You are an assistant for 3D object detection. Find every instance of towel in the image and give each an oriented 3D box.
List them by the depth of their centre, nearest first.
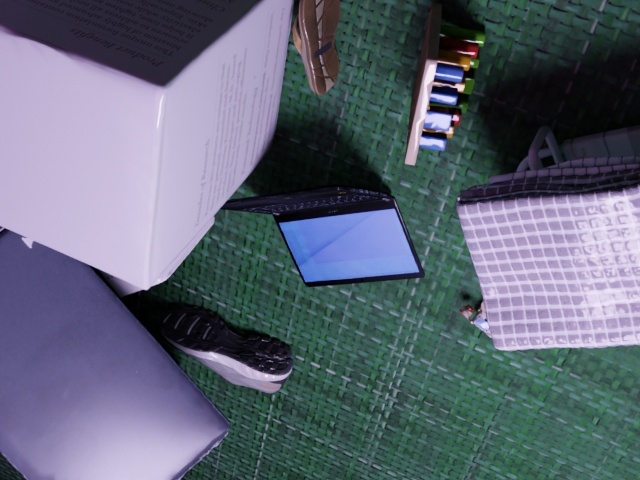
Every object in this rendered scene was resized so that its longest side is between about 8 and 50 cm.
[{"bbox_3d":[0.323,0.022,1.263,0.284,0.121,0.235,-8,117,33],"label":"towel"}]

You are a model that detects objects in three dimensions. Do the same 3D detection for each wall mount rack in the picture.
[{"bbox_3d":[0.431,-0.031,1.323,0.350,0.130,0.304,-11,119,34],"label":"wall mount rack"}]

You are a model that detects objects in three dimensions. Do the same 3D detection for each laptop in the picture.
[{"bbox_3d":[0.000,0.000,1.565,0.234,0.264,0.136,-7,84,31],"label":"laptop"}]

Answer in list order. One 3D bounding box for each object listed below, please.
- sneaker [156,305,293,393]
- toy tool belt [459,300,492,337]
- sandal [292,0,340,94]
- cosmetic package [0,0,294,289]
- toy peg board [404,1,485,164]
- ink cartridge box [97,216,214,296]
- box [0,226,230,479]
[{"bbox_3d":[-0.186,0.213,1.856,0.272,0.100,0.108,24,137,9],"label":"sneaker"},{"bbox_3d":[0.270,0.118,1.584,0.083,0.052,0.051,37,102,-7],"label":"toy tool belt"},{"bbox_3d":[-0.010,-0.291,1.404,0.049,0.072,0.180,30,141,33],"label":"sandal"},{"bbox_3d":[-0.269,-0.216,1.365,0.330,0.393,0.327,23,132,12],"label":"cosmetic package"},{"bbox_3d":[0.168,-0.204,1.317,0.079,0.160,0.161,9,130,1],"label":"toy peg board"},{"bbox_3d":[-0.329,-0.074,1.637,0.115,0.198,0.272,-20,113,37],"label":"ink cartridge box"},{"bbox_3d":[-0.452,0.195,1.701,0.480,0.297,0.472,51,167,-15],"label":"box"}]
